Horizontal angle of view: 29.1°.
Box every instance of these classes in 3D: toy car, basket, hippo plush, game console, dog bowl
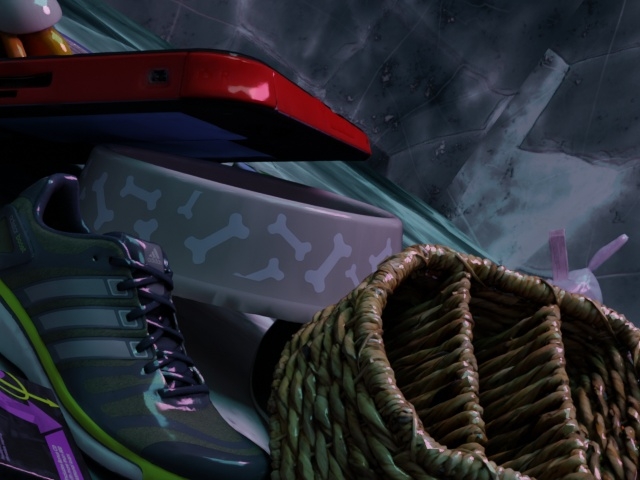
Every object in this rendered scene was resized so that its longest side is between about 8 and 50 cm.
[{"bbox_3d":[-0.370,-0.205,1.394,0.182,0.159,0.136,21,43,32],"label":"toy car"},{"bbox_3d":[0.109,0.113,0.867,0.213,0.223,0.299,51,20,-17],"label":"basket"},{"bbox_3d":[0.361,0.143,2.061,0.234,0.294,0.236,5,-9,-3],"label":"hippo plush"},{"bbox_3d":[-0.177,-0.117,1.264,0.386,0.060,0.342,1,-9,22],"label":"game console"},{"bbox_3d":[-0.079,-0.011,1.194,0.348,0.102,0.349,15,6,-2],"label":"dog bowl"}]

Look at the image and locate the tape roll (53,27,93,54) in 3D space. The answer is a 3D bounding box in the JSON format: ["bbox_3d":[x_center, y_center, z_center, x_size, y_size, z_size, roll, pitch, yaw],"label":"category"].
[{"bbox_3d":[-0.353,-0.224,1.706,0.189,0.080,0.189,34,8,-6],"label":"tape roll"}]

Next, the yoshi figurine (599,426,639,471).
[{"bbox_3d":[0.373,0.311,1.272,0.203,0.203,0.362,41,11,-5],"label":"yoshi figurine"}]

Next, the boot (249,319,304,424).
[{"bbox_3d":[0.036,0.166,1.114,0.176,0.088,0.244,33,15,-28],"label":"boot"}]

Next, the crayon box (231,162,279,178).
[{"bbox_3d":[0.000,0.000,1.843,0.203,0.083,0.323,41,10,29],"label":"crayon box"}]

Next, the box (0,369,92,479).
[{"bbox_3d":[-0.212,0.098,0.701,0.162,0.029,0.116,27,12,-37],"label":"box"}]

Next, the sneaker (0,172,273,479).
[{"bbox_3d":[-0.139,0.064,0.850,0.300,0.121,0.111,39,10,21],"label":"sneaker"}]
